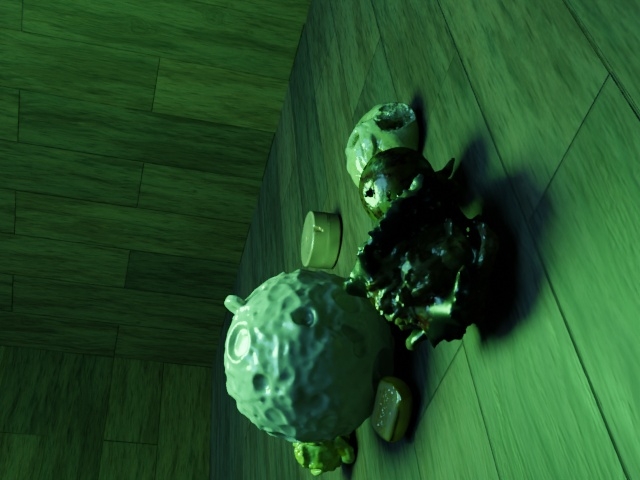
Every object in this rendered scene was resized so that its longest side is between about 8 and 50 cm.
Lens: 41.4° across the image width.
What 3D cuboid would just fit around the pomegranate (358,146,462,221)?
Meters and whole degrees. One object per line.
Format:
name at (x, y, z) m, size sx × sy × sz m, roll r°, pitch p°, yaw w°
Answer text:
pomegranate at (0.151, -0.085, 1.447) m, size 0.148 × 0.169 × 0.148 m, roll -172°, pitch 90°, yaw -78°

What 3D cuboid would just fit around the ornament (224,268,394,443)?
ornament at (-0.014, 0.225, 1.636) m, size 0.337 × 0.337 × 0.337 m, roll -172°, pitch 90°, yaw -77°

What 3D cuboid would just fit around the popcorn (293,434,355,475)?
popcorn at (0.001, 0.438, 1.849) m, size 0.162 × 0.141 × 0.135 m, roll 47°, pitch 139°, yaw 21°

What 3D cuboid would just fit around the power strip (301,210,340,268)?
power strip at (0.000, 0.000, 2.237) m, size 0.154 × 0.078 × 0.154 m, roll -175°, pitch 90°, yaw -78°

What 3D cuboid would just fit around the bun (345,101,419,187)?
bun at (0.122, -0.190, 1.733) m, size 0.178 × 0.128 × 0.193 m, roll -97°, pitch 22°, yaw -53°

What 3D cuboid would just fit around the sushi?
sushi at (0.172, 0.040, 1.282) m, size 0.225 × 0.219 × 0.238 m, roll -50°, pitch -22°, yaw -10°

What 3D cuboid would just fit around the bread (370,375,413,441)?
bread at (0.135, 0.303, 1.527) m, size 0.082 × 0.056 × 0.115 m, roll 29°, pitch 115°, yaw 53°
